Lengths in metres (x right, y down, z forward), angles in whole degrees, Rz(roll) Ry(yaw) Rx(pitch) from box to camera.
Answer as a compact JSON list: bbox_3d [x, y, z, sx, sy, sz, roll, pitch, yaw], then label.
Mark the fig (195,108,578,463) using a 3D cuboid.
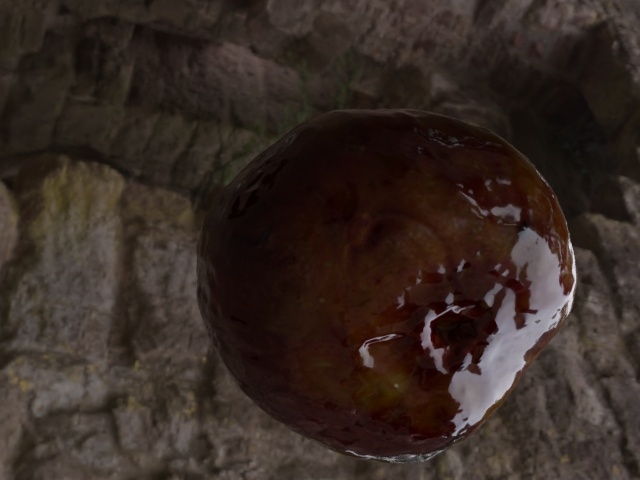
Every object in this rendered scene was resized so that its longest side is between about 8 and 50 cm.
[{"bbox_3d":[0.024,0.023,0.524,0.290,0.191,0.190,142,-42,-82],"label":"fig"}]
